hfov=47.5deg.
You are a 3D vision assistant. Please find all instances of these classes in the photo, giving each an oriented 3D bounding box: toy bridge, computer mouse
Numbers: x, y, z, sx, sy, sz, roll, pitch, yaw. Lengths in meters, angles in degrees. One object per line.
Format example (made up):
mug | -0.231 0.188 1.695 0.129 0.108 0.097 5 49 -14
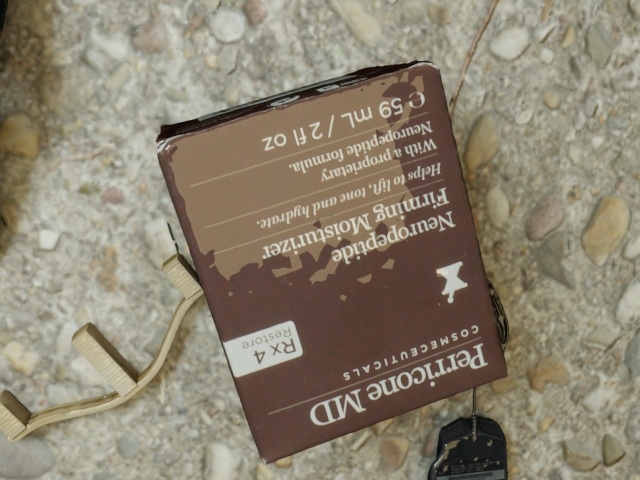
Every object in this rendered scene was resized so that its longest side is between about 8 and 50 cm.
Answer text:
toy bridge | -0.162 0.092 0.552 0.188 0.026 0.063 -39 107 -2
computer mouse | 0.124 0.141 0.621 0.071 0.041 0.242 0 94 -10

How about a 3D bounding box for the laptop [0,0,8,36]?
laptop | -0.322 -0.138 0.480 0.234 0.136 0.265 8 74 -14

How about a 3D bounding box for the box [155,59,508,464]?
box | 0.000 0.000 0.494 0.168 0.167 0.203 -18 104 -8
